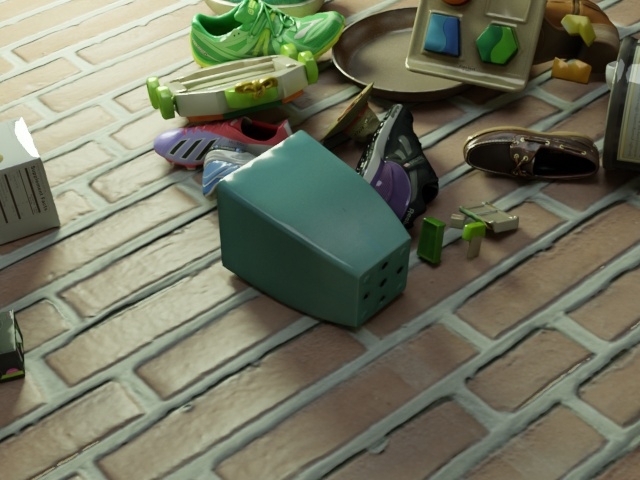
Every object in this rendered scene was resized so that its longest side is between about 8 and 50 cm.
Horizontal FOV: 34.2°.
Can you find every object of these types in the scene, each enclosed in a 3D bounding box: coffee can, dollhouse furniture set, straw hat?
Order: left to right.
[{"bbox_3d":[0.065,-0.194,1.706,0.061,0.144,0.144,43,48,-6],"label":"straw hat"},{"bbox_3d":[0.213,-0.010,1.504,0.152,0.058,0.076,-11,28,-37],"label":"dollhouse furniture set"},{"bbox_3d":[0.572,-0.186,1.532,0.276,0.201,0.201,10,42,18],"label":"coffee can"}]

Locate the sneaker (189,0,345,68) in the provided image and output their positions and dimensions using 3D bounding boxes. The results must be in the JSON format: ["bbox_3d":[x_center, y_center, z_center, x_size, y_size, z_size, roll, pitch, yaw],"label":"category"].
[{"bbox_3d":[-0.102,-0.380,1.895,0.296,0.123,0.109,-5,42,11],"label":"sneaker"}]

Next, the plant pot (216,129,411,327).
[{"bbox_3d":[0.000,0.000,1.421,0.234,0.165,0.165,36,54,29],"label":"plant pot"}]

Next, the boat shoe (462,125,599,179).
[{"bbox_3d":[0.324,-0.130,1.596,0.207,0.073,0.073,-1,38,6],"label":"boat shoe"}]

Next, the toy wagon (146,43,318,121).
[{"bbox_3d":[-0.140,-0.254,1.721,0.267,0.068,0.344,-16,20,-12],"label":"toy wagon"}]

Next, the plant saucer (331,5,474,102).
[{"bbox_3d":[0.176,-0.333,1.877,0.311,0.050,0.310,-3,40,3],"label":"plant saucer"}]

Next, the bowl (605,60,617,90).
[{"bbox_3d":[0.545,-0.258,1.714,0.142,0.053,0.142,18,21,26],"label":"bowl"}]

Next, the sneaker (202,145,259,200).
[{"bbox_3d":[-0.084,-0.086,1.606,0.211,0.080,0.081,8,65,15],"label":"sneaker"}]

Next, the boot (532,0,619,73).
[{"bbox_3d":[0.397,-0.401,1.858,0.284,0.109,0.220,11,34,-1],"label":"boot"}]

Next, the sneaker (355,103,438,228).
[{"bbox_3d":[0.122,-0.104,1.596,0.124,0.107,0.283,29,36,-4],"label":"sneaker"}]

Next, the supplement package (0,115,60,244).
[{"bbox_3d":[-0.543,-0.071,1.583,0.244,0.133,0.139,-20,42,-17],"label":"supplement package"}]

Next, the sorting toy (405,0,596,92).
[{"bbox_3d":[0.308,-0.365,1.725,0.307,0.229,0.041,15,4,17],"label":"sorting toy"}]

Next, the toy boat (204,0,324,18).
[{"bbox_3d":[-0.104,-0.558,2.103,0.268,0.148,0.318,5,41,13],"label":"toy boat"}]

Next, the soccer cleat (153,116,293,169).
[{"bbox_3d":[-0.156,-0.165,1.679,0.248,0.095,0.083,9,42,16],"label":"soccer cleat"}]

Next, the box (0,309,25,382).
[{"bbox_3d":[-0.429,0.143,1.376,0.062,0.052,0.083,-14,39,-9],"label":"box"}]
